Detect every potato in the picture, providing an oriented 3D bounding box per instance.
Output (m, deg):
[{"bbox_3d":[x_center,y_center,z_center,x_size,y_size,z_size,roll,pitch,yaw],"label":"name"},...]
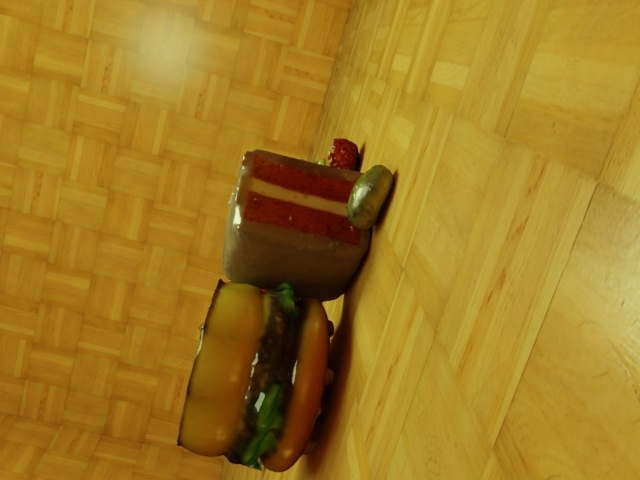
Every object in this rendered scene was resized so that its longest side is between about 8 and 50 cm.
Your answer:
[{"bbox_3d":[0.094,-0.084,1.367,0.091,0.070,0.138,-89,15,-60],"label":"potato"}]

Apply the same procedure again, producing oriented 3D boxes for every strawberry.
[{"bbox_3d":[0.057,-0.201,1.860,0.145,0.086,0.145,-164,90,-84],"label":"strawberry"}]

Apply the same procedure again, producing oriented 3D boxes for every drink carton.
[{"bbox_3d":[-0.201,0.648,2.234,0.200,0.074,0.084,-105,31,-74],"label":"drink carton"}]

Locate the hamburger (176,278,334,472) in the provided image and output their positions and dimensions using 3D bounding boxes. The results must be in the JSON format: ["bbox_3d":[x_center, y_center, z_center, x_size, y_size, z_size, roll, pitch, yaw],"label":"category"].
[{"bbox_3d":[-0.116,0.275,1.440,0.396,0.277,0.396,-167,90,-86],"label":"hamburger"}]

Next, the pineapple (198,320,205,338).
[{"bbox_3d":[-0.206,0.345,2.184,0.223,0.357,0.223,-40,-13,-11],"label":"pineapple"}]

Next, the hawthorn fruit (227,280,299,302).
[{"bbox_3d":[-0.152,0.231,1.882,0.330,0.287,0.287,-167,92,-73],"label":"hawthorn fruit"}]

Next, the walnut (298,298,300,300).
[{"bbox_3d":[-0.026,0.127,1.897,0.079,0.082,0.096,-34,30,35],"label":"walnut"}]

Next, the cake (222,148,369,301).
[{"bbox_3d":[-0.054,-0.031,1.513,0.230,0.309,0.237,110,169,-55],"label":"cake"}]

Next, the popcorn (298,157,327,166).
[{"bbox_3d":[-0.073,-0.165,2.387,0.259,0.212,0.259,-173,90,-85],"label":"popcorn"}]
